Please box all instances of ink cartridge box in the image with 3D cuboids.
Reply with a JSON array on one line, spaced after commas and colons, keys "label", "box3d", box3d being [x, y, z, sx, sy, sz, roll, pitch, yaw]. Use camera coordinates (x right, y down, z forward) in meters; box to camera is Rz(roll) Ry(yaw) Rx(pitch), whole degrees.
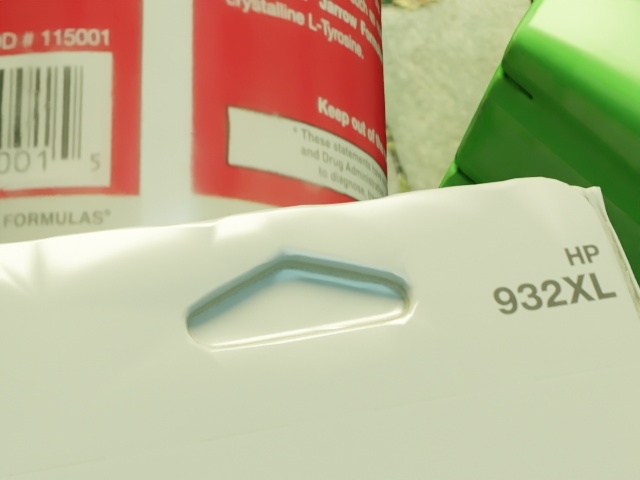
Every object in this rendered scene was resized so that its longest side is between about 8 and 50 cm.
[{"label": "ink cartridge box", "box3d": [-0.037, 0.122, 0.551, 0.223, 0.307, 0.129, -8, 62, -22]}]

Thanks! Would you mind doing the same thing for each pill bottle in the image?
[{"label": "pill bottle", "box3d": [-0.088, -0.128, 0.692, 0.229, 0.229, 0.408, 6, 72, -24]}]

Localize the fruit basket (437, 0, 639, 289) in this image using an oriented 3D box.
[{"label": "fruit basket", "box3d": [0.292, -0.062, 0.854, 0.392, 0.283, 0.392, 4, 63, -9]}]
